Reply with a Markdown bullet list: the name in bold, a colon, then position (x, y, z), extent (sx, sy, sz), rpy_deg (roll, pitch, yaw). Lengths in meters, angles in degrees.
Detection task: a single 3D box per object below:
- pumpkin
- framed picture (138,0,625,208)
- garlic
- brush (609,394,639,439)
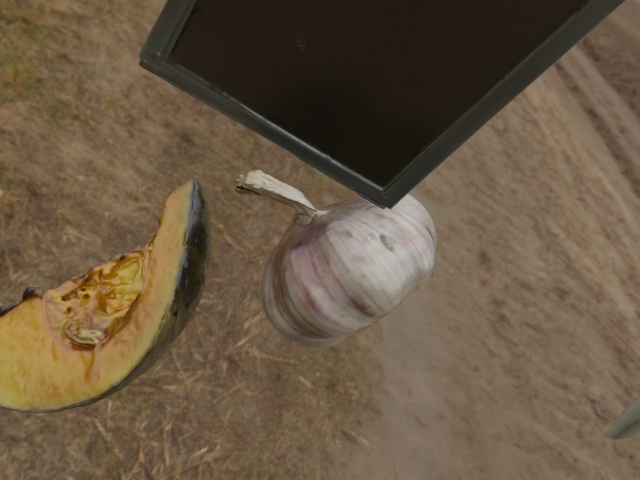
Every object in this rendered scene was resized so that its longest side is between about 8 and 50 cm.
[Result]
- **pumpkin**: position (-0.209, 0.096, 0.828), extent (0.169, 0.312, 0.148), rpy_deg (54, 2, 28)
- **framed picture**: position (0.029, -0.128, 0.405), extent (0.197, 0.252, 0.014), rpy_deg (29, 50, -16)
- **garlic**: position (0.000, 0.000, 0.912), extent (0.253, 0.245, 0.245), rpy_deg (45, 27, -7)
- **brush**: position (0.288, 0.031, 0.422), extent (0.039, 0.299, 0.042), rpy_deg (36, 22, -30)
